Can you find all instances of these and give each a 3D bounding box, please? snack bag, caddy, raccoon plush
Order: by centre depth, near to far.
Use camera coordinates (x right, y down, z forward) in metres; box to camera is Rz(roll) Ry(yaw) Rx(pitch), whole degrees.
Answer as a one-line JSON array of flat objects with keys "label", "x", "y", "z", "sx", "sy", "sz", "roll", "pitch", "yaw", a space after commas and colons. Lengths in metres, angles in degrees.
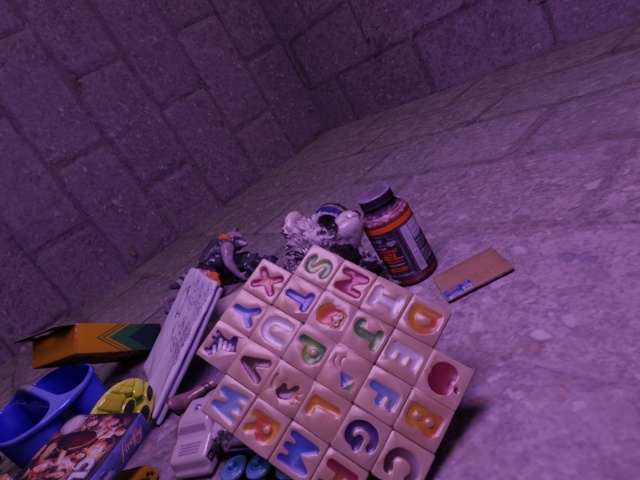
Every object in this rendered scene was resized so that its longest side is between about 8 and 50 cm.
[{"label": "raccoon plush", "x": -0.069, "y": 0.113, "z": 0.859, "sx": 0.446, "sy": 0.216, "sz": 0.299, "roll": -35, "pitch": 30, "yaw": -12}, {"label": "caddy", "x": -0.657, "y": 0.414, "z": 1.130, "sx": 0.341, "sy": 0.179, "sz": 0.241, "roll": -14, "pitch": 26, "yaw": 40}, {"label": "snack bag", "x": -0.348, "y": 0.219, "z": 1.133, "sx": 0.342, "sy": 0.037, "sz": 0.323, "roll": 15, "pitch": 80, "yaw": 65}]

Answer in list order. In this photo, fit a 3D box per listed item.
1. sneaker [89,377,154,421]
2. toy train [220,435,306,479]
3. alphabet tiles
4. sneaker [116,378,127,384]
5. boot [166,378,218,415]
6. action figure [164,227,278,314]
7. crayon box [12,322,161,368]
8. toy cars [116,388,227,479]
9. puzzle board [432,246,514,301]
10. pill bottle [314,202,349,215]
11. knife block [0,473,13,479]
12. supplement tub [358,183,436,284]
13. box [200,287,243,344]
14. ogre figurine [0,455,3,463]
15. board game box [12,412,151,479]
[{"label": "sneaker", "x": -0.449, "y": 0.400, "z": 0.920, "sx": 0.123, "sy": 0.109, "sz": 0.296, "roll": -19, "pitch": 31, "yaw": 45}, {"label": "toy train", "x": -0.057, "y": 0.303, "z": 0.649, "sx": 0.184, "sy": 0.080, "sz": 0.105, "roll": -20, "pitch": 21, "yaw": 30}, {"label": "alphabet tiles", "x": 0.010, "y": 0.163, "z": 0.626, "sx": 0.342, "sy": 0.011, "sz": 0.285, "roll": 26, "pitch": 68, "yaw": 23}, {"label": "sneaker", "x": -0.449, "y": 0.357, "z": 1.084, "sx": 0.051, "sy": 0.089, "sz": 0.170, "roll": -10, "pitch": 11, "yaw": -29}, {"label": "boot", "x": -0.247, "y": 0.304, "z": 0.922, "sx": 0.086, "sy": 0.042, "sz": 0.118, "roll": -32, "pitch": -16, "yaw": -11}, {"label": "action figure", "x": -0.311, "y": 0.081, "z": 1.466, "sx": 0.341, "sy": 0.179, "sz": 0.330, "roll": -20, "pitch": 31, "yaw": 36}, {"label": "crayon box", "x": -0.628, "y": 0.288, "z": 1.283, "sx": 0.202, "sy": 0.081, "sz": 0.318, "roll": -21, "pitch": -19, "yaw": 28}, {"label": "toy cars", "x": -0.277, "y": 0.375, "z": 0.791, "sx": 0.393, "sy": 0.087, "sz": 0.176, "roll": -39, "pitch": 21, "yaw": -23}, {"label": "puzzle board", "x": 0.277, "y": 0.062, "z": 0.860, "sx": 0.128, "sy": 0.011, "sz": 0.096, "roll": -29, "pitch": 20, "yaw": 7}, {"label": "pill bottle", "x": 0.000, "y": 0.000, "z": 1.265, "sx": 0.122, "sy": 0.123, "sz": 0.219, "roll": -16, "pitch": 24, "yaw": 38}, {"label": "knife block", "x": -0.661, "y": 0.590, "z": 0.827, "sx": 0.242, "sy": 0.088, "sz": 0.275, "roll": -35, "pitch": 20, "yaw": -15}, {"label": "supplement tub", "x": 0.151, "y": -0.013, "z": 0.952, "sx": 0.106, "sy": 0.198, "sz": 0.106, "roll": -28, "pitch": 18, "yaw": 10}, {"label": "box", "x": -0.166, "y": 0.170, "z": 1.131, "sx": 0.275, "sy": 0.094, "sz": 0.113, "roll": -25, "pitch": 20, "yaw": 15}, {"label": "ogre figurine", "x": -0.879, "y": 0.597, "z": 1.137, "sx": 0.196, "sy": 0.097, "sz": 0.118, "roll": -13, "pitch": 12, "yaw": 16}, {"label": "board game box", "x": -0.403, "y": 0.377, "z": 0.729, "sx": 0.164, "sy": 0.042, "sz": 0.243, "roll": -10, "pitch": 24, "yaw": 20}]
